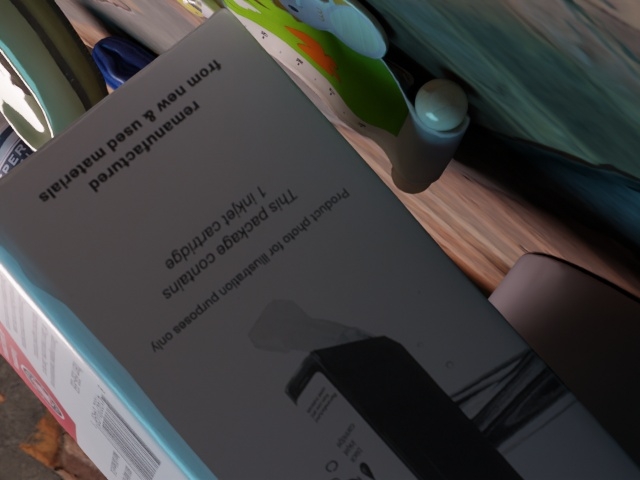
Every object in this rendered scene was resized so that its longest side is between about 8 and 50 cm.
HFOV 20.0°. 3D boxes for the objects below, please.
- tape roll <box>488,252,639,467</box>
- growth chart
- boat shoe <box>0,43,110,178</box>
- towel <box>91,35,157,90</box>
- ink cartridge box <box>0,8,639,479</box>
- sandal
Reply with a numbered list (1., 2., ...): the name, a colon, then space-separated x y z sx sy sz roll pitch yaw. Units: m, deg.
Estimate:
1. tape roll: 0.149 0.099 0.742 0.219 0.072 0.219 38 175 4
2. growth chart: -0.044 -0.093 0.627 0.237 0.021 0.172 36 175 12
3. boat shoe: -0.181 -0.061 1.235 0.156 0.136 0.367 40 -176 14
4. towel: 0.000 0.000 1.146 0.243 0.040 0.336 36 176 26
5. ink cartridge box: 0.006 0.081 0.639 0.273 0.114 0.197 49 165 6
6. sandal: -0.194 -0.138 0.723 0.303 0.086 0.120 55 170 -25
